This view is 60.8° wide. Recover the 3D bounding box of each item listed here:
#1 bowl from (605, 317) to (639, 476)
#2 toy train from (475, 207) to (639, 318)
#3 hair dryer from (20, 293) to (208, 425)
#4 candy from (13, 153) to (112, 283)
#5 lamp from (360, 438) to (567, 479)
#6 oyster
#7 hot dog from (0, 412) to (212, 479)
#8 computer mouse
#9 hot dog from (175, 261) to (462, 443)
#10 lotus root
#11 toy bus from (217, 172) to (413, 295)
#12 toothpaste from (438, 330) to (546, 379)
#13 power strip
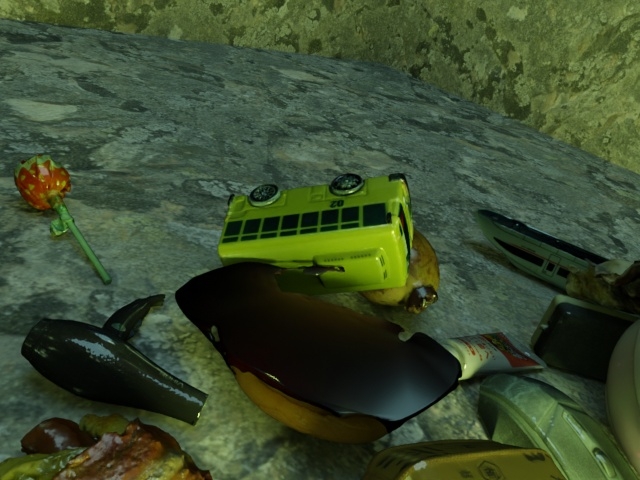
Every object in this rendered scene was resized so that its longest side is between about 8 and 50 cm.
[{"bbox_3d":[0.467,0.209,0.669,0.287,0.144,0.286,9,66,-20],"label":"bowl"},{"bbox_3d":[0.496,0.050,1.117,0.407,0.088,0.086,28,27,21],"label":"toy train"},{"bbox_3d":[-0.209,0.115,0.645,0.196,0.075,0.219,25,19,-5],"label":"hair dryer"},{"bbox_3d":[-0.380,-0.030,0.824,0.287,0.078,0.084,45,0,28],"label":"candy"},{"bbox_3d":[0.124,0.251,0.462,0.185,0.161,0.161,5,29,-21],"label":"lamp"},{"bbox_3d":[0.509,0.065,0.819,0.276,0.100,0.271,-1,-13,29],"label":"oyster"},{"bbox_3d":[-0.148,0.208,0.427,0.213,0.102,0.146,25,10,12],"label":"hot dog"},{"bbox_3d":[0.292,0.239,0.663,0.126,0.071,0.231,-3,34,-33],"label":"computer mouse"},{"bbox_3d":[-0.010,0.135,0.645,0.194,0.107,0.326,-27,43,-32],"label":"hot dog"},{"bbox_3d":[0.109,0.033,0.892,0.145,0.128,0.260,-11,33,-20],"label":"lotus root"},{"bbox_3d":[0.000,0.000,0.775,0.262,0.128,0.150,-6,42,12],"label":"toy bus"},{"bbox_3d":[0.234,0.169,0.796,0.234,0.057,0.089,4,27,-39],"label":"toothpaste"},{"bbox_3d":[0.466,0.168,0.858,0.257,0.105,0.070,16,25,0],"label":"power strip"}]
